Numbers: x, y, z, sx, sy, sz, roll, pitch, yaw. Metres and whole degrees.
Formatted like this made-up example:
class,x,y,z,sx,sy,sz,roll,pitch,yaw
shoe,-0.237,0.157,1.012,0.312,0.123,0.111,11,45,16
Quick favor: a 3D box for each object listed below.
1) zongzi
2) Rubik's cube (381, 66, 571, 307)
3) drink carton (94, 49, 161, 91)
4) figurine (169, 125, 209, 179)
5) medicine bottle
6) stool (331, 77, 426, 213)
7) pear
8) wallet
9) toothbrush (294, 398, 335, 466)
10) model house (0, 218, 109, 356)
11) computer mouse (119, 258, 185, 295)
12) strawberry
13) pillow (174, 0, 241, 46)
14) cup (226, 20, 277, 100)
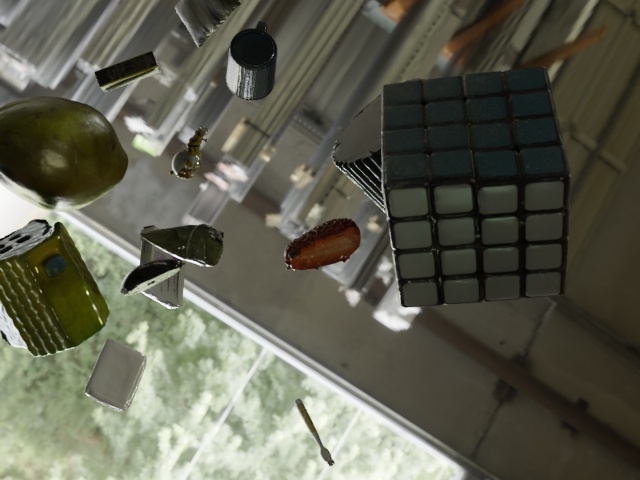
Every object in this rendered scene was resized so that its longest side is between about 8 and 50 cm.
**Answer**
class,x,y,z,sx,sy,sz,roll,pitch,yaw
zongzi,-0.222,-0.007,1.462,0.154,0.130,0.062,-116,-141,-78
Rubik's cube,0.302,-0.105,1.793,0.344,0.337,0.343,-89,170,-45
drink carton,-0.516,-0.451,2.422,0.166,0.056,0.071,-21,177,-2
figurine,-0.320,-0.213,2.227,0.143,0.068,0.101,-57,-174,45
medicine bottle,-0.460,0.079,2.617,0.052,0.171,0.201,-14,-121,24
stool,0.243,-0.176,2.193,0.297,0.330,0.297,-35,-154,19
pear,-0.582,-0.191,1.983,0.269,0.321,0.269,-29,-126,48
wallet,-0.514,0.340,2.276,0.032,0.124,0.183,-47,-159,42
toothbrush,-0.016,0.418,1.982,0.021,0.024,0.288,-30,-159,-5
model house,-0.581,0.096,1.889,0.215,0.237,0.303,-33,-158,-27
computer mouse,-0.417,0.079,2.208,0.172,0.057,0.099,-26,168,-15
strawberry,0.000,0.000,1.993,0.121,0.188,0.082,96,-28,-48
pillow,-0.250,-0.520,1.993,0.038,0.113,0.203,-36,-175,-38
cup,-0.160,-0.417,2.055,0.138,0.113,0.150,111,-36,-69
